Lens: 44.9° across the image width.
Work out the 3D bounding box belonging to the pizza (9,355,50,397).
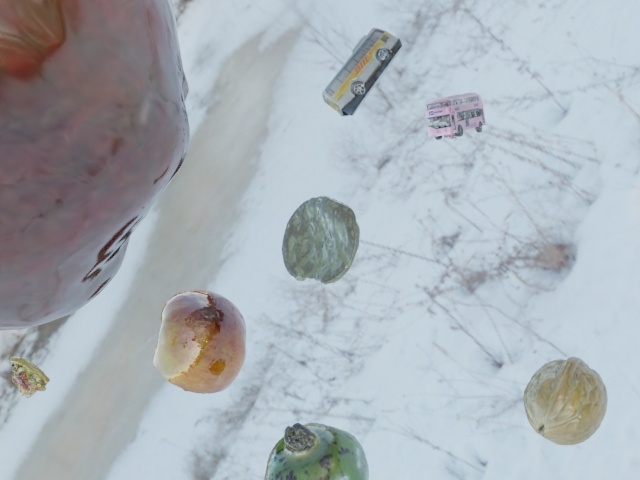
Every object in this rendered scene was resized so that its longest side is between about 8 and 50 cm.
[{"bbox_3d":[-0.480,0.233,1.265,0.025,0.083,0.078,-33,-37,-58],"label":"pizza"}]

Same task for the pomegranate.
[{"bbox_3d":[-0.016,0.524,1.741,0.254,0.270,0.254,-16,33,10],"label":"pomegranate"}]

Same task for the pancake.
[{"bbox_3d":[0.001,0.000,1.807,0.236,0.042,0.222,-22,64,41],"label":"pancake"}]

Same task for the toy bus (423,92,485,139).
[{"bbox_3d":[0.286,-0.262,1.631,0.063,0.090,0.203,-5,11,34],"label":"toy bus"}]

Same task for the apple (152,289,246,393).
[{"bbox_3d":[-0.292,0.236,2.011,0.293,0.251,0.163,-92,26,-47],"label":"apple"}]

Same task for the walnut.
[{"bbox_3d":[0.319,0.206,1.004,0.124,0.105,0.105,-42,13,-37],"label":"walnut"}]

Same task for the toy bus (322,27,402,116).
[{"bbox_3d":[0.076,-0.311,1.425,0.172,0.072,0.057,-53,-6,-5],"label":"toy bus"}]

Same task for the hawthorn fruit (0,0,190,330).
[{"bbox_3d":[-0.249,-0.085,0.486,0.325,0.308,0.308,-14,9,-24],"label":"hawthorn fruit"}]
